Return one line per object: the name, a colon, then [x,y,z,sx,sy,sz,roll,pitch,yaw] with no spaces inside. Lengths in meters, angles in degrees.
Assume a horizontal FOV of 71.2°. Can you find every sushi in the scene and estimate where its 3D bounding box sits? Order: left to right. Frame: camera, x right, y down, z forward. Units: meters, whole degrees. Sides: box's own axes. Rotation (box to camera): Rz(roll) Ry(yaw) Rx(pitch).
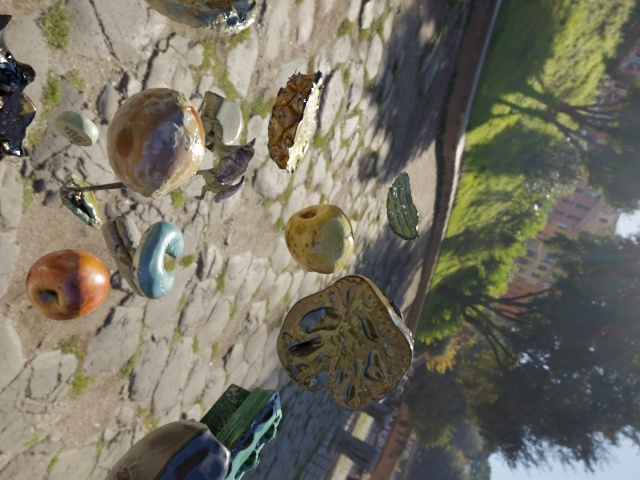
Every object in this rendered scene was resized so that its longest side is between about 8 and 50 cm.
sushi: [-0.566,-0.200,0.691,0.227,0.213,0.215,-29,-173,29]

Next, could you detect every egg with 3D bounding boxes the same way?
egg: [-0.334,-0.201,0.921,0.195,0.194,0.234,75,19,-63]

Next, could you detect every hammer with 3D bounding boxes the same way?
hammer: [-0.619,-0.162,1.348,0.297,0.125,0.027,-13,121,-32]

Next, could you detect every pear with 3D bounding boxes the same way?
pear: [0.000,0.000,1.083,0.178,0.177,0.178,-56,160,-33]

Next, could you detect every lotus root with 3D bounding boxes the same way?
lotus root: [0.074,0.283,1.290,0.111,0.390,0.375,18,82,-75]

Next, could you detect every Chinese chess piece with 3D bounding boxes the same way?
Chinese chess piece: [-0.876,-0.399,1.606,0.144,0.144,0.059,76,26,-63]

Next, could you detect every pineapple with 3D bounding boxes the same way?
pineapple: [-0.054,-0.237,0.877,0.225,0.076,0.225,20,90,-90]

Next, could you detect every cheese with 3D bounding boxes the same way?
cheese: [-0.342,-0.396,1.530,0.175,0.091,0.203,16,84,-67]

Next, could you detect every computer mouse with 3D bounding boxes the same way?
computer mouse: [-0.188,0.279,0.487,0.170,0.100,0.269,-59,-176,-31]

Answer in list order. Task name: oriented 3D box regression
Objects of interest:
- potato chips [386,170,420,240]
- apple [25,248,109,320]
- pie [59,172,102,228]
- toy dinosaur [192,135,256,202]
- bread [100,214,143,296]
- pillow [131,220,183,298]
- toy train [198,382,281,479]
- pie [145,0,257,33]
potato chips: [0.223,-0.097,1.236,0.028,0.091,0.208,121,-36,-72]
apple: [-0.549,0.094,0.980,0.139,0.163,0.164,-72,177,-66]
pie: [-1.056,-0.165,1.993,0.105,0.274,0.257,-29,125,-11]
toy dinosaur: [-0.254,-0.192,1.186,0.077,0.162,0.294,68,23,-50]
bread: [-0.600,0.080,1.450,0.101,0.183,0.337,-22,146,-16]
pillow: [-0.471,0.058,1.320,0.214,0.086,0.234,68,28,-67]
toy train: [-0.235,0.488,1.099,0.330,0.178,0.139,-46,143,-47]
pie: [-0.338,-0.677,1.257,0.339,0.339,0.077,-51,166,-43]
